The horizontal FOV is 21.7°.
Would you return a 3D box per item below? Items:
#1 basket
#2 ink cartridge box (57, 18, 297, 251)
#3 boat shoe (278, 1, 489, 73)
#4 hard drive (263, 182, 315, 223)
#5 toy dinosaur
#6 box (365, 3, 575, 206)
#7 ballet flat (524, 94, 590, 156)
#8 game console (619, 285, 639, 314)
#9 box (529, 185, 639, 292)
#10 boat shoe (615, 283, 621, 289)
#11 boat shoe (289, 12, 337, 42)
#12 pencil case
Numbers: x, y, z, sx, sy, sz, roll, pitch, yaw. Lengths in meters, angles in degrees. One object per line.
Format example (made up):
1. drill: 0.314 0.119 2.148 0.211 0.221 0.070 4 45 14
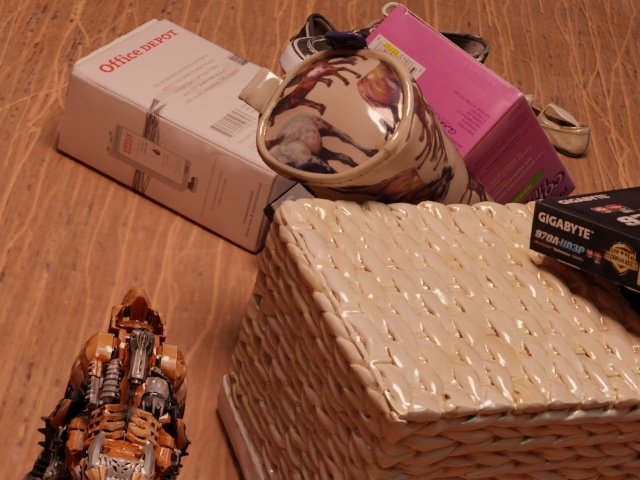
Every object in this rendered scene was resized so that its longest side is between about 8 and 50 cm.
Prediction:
1. basket: 0.116 0.148 1.530 0.328 0.266 0.331 -1 35 -24
2. ink cartridge box: -0.134 -0.131 1.965 0.283 0.117 0.207 28 34 16
3. boat shoe: 0.089 -0.232 2.088 0.306 0.105 0.113 5 41 -36
4. hard drive: 0.000 0.000 1.853 0.135 0.022 0.094 55 37 -5
5. toy dinosaur: -0.162 0.150 1.439 0.164 0.218 0.322 22 33 9
6. box: 0.163 -0.130 1.983 0.213 0.117 0.243 42 -2 33
7. ballet flat: 0.295 -0.172 2.284 0.168 0.052 0.057 26 34 15
8. game console: 0.387 0.169 1.562 0.173 0.293 0.250 -12 13 -17
9. box: 0.327 0.000 1.518 0.220 0.051 0.175 -8 22 -41
10. boat shoe: 0.409 0.002 2.009 0.335 0.121 0.119 -5 43 -28
11. boat shoe: 0.033 -0.206 2.190 0.095 0.079 0.254 7 35 -30
12. pencil case: 0.077 -0.049 1.722 0.183 0.160 0.410 40 -4 33
